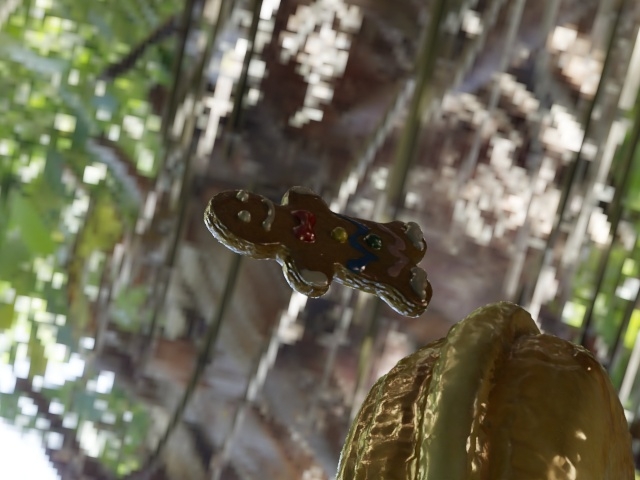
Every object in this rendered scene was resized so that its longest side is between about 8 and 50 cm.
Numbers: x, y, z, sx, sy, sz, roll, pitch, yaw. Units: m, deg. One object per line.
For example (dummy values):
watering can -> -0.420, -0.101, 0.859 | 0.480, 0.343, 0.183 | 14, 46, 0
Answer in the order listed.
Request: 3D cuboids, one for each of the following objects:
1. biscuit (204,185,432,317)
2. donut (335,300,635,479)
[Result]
biscuit -> 0.000, 0.000, 1.604 | 0.205, 0.031, 0.138 | 16, -144, -12
donut -> 0.133, 0.267, 1.387 | 0.198, 0.449, 0.449 | -2, -166, 18
